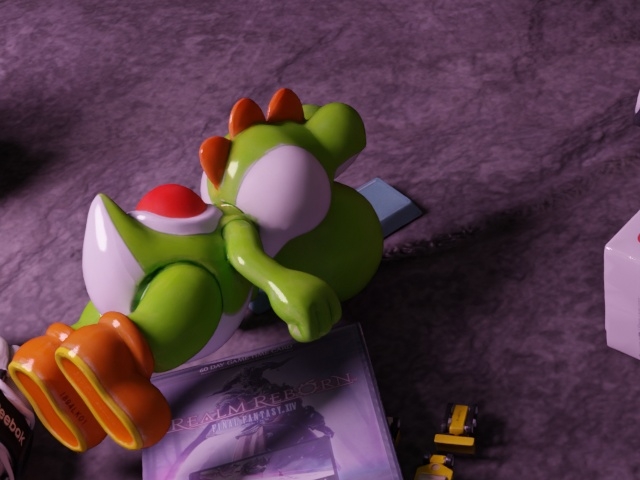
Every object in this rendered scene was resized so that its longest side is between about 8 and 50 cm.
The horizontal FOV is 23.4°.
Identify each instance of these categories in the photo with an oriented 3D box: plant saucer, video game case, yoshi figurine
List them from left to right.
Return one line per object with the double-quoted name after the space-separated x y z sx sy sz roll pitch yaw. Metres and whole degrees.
-0.064 0.039 1.265 0.203 0.203 0.362 32 58 19 "yoshi figurine"
-0.041 0.166 1.198 0.196 0.026 0.274 -15 30 0 "video game case"
0.000 0.000 1.431 0.192 0.018 0.067 -32 44 -21 "plant saucer"

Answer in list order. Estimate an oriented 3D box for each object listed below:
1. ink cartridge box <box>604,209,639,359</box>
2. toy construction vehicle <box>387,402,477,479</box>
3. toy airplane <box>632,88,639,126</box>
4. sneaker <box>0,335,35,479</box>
0.391 0.036 1.221 0.278 0.117 0.201 24 52 35 "ink cartridge box"
0.077 0.168 1.211 0.085 0.035 0.098 1 34 13 "toy construction vehicle"
0.409 -0.286 1.464 0.386 0.272 0.384 -15 48 -31 "toy airplane"
-0.284 0.147 1.248 0.146 0.122 0.330 -23 42 -10 "sneaker"
